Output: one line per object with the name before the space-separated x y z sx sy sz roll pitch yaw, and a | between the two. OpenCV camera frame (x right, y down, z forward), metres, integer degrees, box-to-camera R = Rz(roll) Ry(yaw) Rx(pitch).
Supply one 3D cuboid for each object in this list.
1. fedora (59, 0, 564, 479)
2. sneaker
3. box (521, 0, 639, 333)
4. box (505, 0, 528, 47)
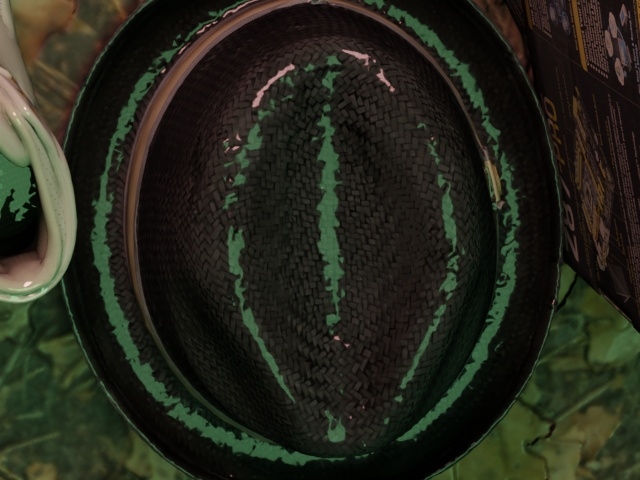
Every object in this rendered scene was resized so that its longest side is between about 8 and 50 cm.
fedora | 0.000 0.000 1.056 0.334 0.152 0.334 -1 96 -5
sneaker | -0.196 -0.109 0.981 0.108 0.169 0.292 -24 112 -9
box | 0.188 -0.125 0.984 0.097 0.318 0.395 -16 111 -11
box | 0.180 -0.216 1.150 0.184 0.045 0.191 -32 114 -9
